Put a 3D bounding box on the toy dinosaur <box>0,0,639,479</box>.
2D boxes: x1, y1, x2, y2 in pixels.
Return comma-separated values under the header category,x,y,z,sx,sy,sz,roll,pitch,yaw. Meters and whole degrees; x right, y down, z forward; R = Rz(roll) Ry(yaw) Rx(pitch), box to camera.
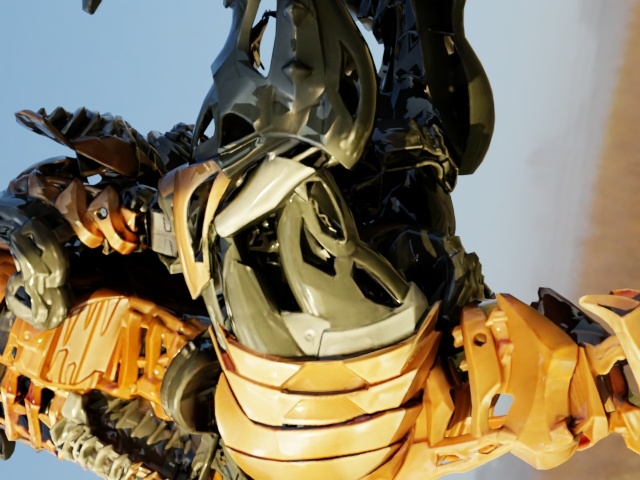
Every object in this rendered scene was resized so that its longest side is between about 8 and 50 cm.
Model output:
category,x,y,z,sx,sy,sz,roll,pitch,yaw
toy dinosaur,0.000,0.000,0.431,0.164,0.322,0.218,-29,-61,-87
